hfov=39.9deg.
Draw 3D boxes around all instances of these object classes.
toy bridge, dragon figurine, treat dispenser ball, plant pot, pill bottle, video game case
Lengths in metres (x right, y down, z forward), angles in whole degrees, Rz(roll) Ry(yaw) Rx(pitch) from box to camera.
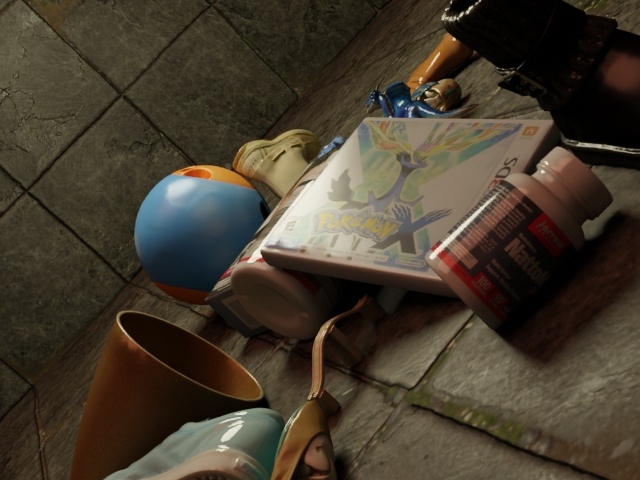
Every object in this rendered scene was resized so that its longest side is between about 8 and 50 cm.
[{"bbox_3d":[0.026,0.133,1.125,0.026,0.063,0.188,-32,20,44],"label":"toy bridge"},{"bbox_3d":[0.166,-0.242,1.585,0.085,0.144,0.289,-3,-10,-23],"label":"dragon figurine"},{"bbox_3d":[-0.237,-0.011,1.820,0.288,0.288,0.288,-42,14,13],"label":"treat dispenser ball"},{"bbox_3d":[-0.247,0.267,1.257,0.254,0.237,0.237,-59,13,4],"label":"plant pot"},{"bbox_3d":[0.206,-0.006,0.908,0.180,0.108,0.108,-45,14,5],"label":"pill bottle"},{"bbox_3d":[0.117,-0.062,1.199,0.329,0.036,0.300,8,50,42],"label":"video game case"},{"bbox_3d":[0.000,0.000,1.372,0.161,0.161,0.283,-24,25,55],"label":"pill bottle"}]

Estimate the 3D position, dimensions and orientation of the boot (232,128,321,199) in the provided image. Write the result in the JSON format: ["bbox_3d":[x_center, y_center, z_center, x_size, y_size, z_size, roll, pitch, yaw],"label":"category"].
[{"bbox_3d":[-0.034,-0.141,1.867,0.262,0.203,0.095,-19,-38,-55],"label":"boot"}]

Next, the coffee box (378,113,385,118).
[{"bbox_3d":[0.091,-0.201,1.921,0.184,0.040,0.113,-37,18,34],"label":"coffee box"}]

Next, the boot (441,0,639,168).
[{"bbox_3d":[0.282,-0.201,0.920,0.131,0.260,0.348,-48,14,-11],"label":"boot"}]

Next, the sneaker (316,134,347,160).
[{"bbox_3d":[0.032,-0.204,2.085,0.059,0.053,0.144,-51,6,-23],"label":"sneaker"}]

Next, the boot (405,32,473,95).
[{"bbox_3d":[0.238,-0.351,1.871,0.152,0.073,0.197,-50,2,-20],"label":"boot"}]

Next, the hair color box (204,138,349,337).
[{"bbox_3d":[-0.031,-0.010,1.592,0.185,0.113,0.374,-26,23,54],"label":"hair color box"}]

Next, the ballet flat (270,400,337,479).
[{"bbox_3d":[-0.020,0.265,0.910,0.073,0.080,0.232,-2,40,29],"label":"ballet flat"}]

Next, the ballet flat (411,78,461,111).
[{"bbox_3d":[0.184,-0.252,1.724,0.206,0.073,0.067,-33,2,44],"label":"ballet flat"}]

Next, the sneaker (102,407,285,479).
[{"bbox_3d":[-0.175,0.306,1.110,0.366,0.135,0.150,-23,20,34],"label":"sneaker"}]
